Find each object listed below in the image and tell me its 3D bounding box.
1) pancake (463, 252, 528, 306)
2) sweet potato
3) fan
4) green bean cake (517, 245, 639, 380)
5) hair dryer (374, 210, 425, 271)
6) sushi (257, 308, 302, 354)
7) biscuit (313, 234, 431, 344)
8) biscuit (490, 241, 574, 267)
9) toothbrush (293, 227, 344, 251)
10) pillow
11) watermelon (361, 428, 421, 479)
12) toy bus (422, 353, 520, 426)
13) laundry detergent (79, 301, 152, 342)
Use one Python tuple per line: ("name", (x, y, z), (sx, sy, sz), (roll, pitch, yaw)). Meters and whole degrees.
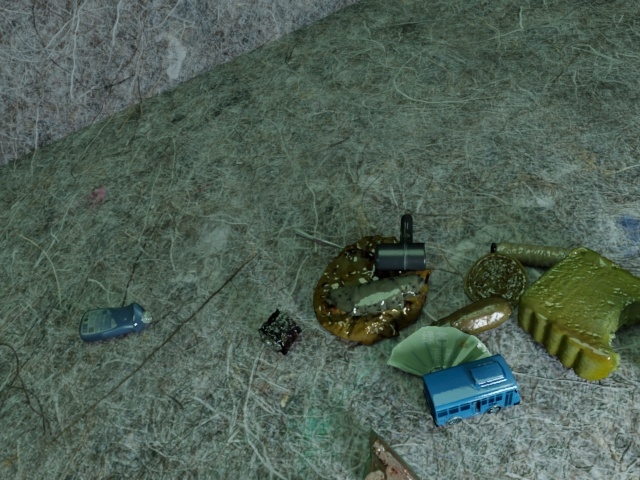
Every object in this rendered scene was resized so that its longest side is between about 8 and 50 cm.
("pancake", (0.433, 0.102, 1.176), (0.158, 0.028, 0.158), (-9, 61, 17))
("sweet potato", (0.316, 0.199, 1.107), (0.273, 0.075, 0.075), (-23, 46, 1))
("fan", (0.269, 0.257, 1.063), (0.240, 0.009, 0.131), (0, 79, 7))
("green bean cake", (0.581, 0.160, 1.028), (0.236, 0.124, 0.233), (-33, 47, -15))
("hair dryer", (0.210, -0.007, 1.232), (0.124, 0.071, 0.219), (1, 42, 13))
("sushi", (-0.102, 0.230, 1.198), (0.094, 0.098, 0.084), (31, 65, 15))
("biscuit", (0.133, 0.112, 1.238), (0.289, 0.081, 0.334), (16, 56, 29))
("biscuit", (0.542, 0.037, 1.197), (0.219, 0.061, 0.055), (5, 94, 23))
("toothbrush", (0.000, 0.000, 1.423), (0.204, 0.017, 0.022), (23, 39, 32))
("pillow", (0.132, 0.137, 1.133), (0.241, 0.051, 0.093), (-11, 45, 8))
("watermelon", (0.137, 0.456, 0.928), (0.155, 0.080, 0.101), (32, 71, 19))
("toy bus", (0.311, 0.307, 0.984), (0.185, 0.106, 0.090), (-17, 43, 1))
("laundry detergent", (-0.572, 0.228, 1.348), (0.206, 0.061, 0.096), (-10, 44, 7))
